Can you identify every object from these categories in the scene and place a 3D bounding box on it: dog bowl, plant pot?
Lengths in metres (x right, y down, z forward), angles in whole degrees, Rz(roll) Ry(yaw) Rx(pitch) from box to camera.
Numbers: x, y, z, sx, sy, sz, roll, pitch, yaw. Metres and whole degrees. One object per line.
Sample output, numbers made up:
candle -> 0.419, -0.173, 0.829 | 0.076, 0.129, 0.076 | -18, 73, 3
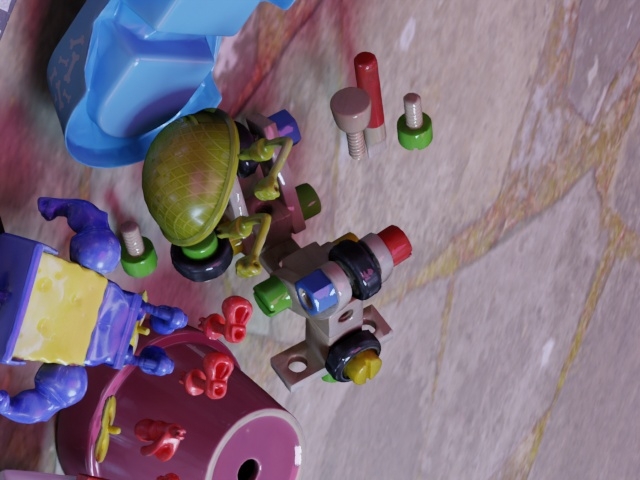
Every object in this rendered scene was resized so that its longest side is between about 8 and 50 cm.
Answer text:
dog bowl -> -0.132, -0.189, 1.711 | 0.166, 0.074, 0.297 | -3, 140, -48
plant pot -> -0.120, 0.193, 1.885 | 0.201, 0.180, 0.201 | -19, 119, -40

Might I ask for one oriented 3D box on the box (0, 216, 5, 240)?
box -> -0.347, 0.000, 1.603 | 0.180, 0.077, 0.147 | -58, 154, -35

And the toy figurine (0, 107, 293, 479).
toy figurine -> -0.195, 0.039, 1.661 | 0.217, 0.191, 0.362 | 17, 89, -32

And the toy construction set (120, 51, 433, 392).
toy construction set -> 0.000, 0.000, 1.939 | 0.309, 0.257, 0.237 | -54, 153, -30

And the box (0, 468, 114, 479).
box -> -0.219, 0.404, 1.704 | 0.168, 0.345, 0.215 | 15, 130, -47

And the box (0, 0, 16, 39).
box -> -0.355, -0.248, 1.511 | 0.247, 0.142, 0.163 | 22, 89, -46
